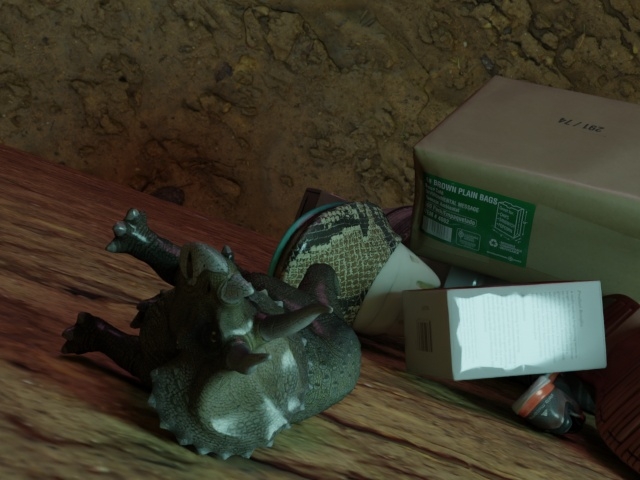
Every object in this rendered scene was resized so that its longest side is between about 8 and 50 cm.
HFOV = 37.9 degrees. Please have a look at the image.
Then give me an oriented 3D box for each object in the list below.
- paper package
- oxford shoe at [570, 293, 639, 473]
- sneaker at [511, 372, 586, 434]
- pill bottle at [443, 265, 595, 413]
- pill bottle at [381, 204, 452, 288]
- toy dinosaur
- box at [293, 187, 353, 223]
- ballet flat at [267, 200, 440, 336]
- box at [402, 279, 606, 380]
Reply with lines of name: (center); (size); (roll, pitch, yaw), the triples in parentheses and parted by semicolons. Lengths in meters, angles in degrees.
paper package: (0.320, -0.072, 1.236); (0.325, 0.168, 0.309); (18, 35, 25)
oxford shoe: (0.360, 0.172, 0.945); (0.146, 0.140, 0.397); (49, 11, -10)
sneaker: (0.240, 0.176, 0.960); (0.065, 0.061, 0.158); (44, 13, 18)
pill bottle: (0.360, 0.119, 1.282); (0.363, 0.210, 0.210); (21, 2, 28)
pill bottle: (0.182, 0.047, 1.610); (0.204, 0.204, 0.361); (19, 2, -19)
toy dinosaur: (-0.043, 0.063, 0.557); (0.160, 0.121, 0.313); (34, 2, 23)
box: (0.000, 0.000, 1.615); (0.087, 0.169, 0.290); (20, 1, -7)
ballet flat: (0.070, 0.054, 1.176); (0.182, 0.164, 0.483); (30, 0, 9)
box: (0.188, 0.091, 0.974); (0.170, 0.091, 0.130); (-2, -3, -17)
